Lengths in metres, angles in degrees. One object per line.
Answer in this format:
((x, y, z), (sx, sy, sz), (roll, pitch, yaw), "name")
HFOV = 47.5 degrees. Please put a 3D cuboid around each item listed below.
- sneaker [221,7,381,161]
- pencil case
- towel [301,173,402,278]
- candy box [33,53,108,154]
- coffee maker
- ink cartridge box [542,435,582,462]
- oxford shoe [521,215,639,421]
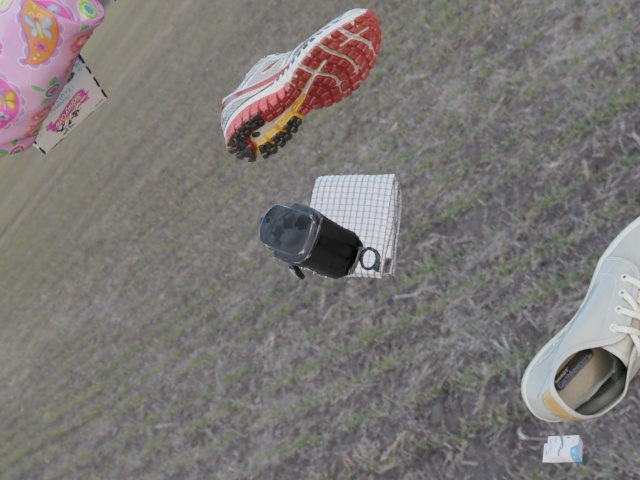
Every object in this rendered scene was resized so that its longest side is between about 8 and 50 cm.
((-0.032, -0.194, 0.841), (0.225, 0.088, 0.092), (-35, 52, 14), "sneaker")
((-0.403, -0.239, 0.993), (0.284, 0.124, 0.124), (-45, 25, 36), "pencil case")
((0.091, -0.031, 1.931), (0.235, 0.121, 0.283), (2, 72, 19), "towel")
((-0.490, -0.270, 1.294), (0.165, 0.070, 0.196), (-47, -18, -13), "candy box")
((0.000, 0.000, 1.328), (0.171, 0.178, 0.120), (-6, 77, 24), "coffee maker")
((0.510, 0.443, 1.544), (0.083, 0.028, 0.048), (-14, 37, 33), "ink cartridge box")
((0.516, 0.129, 1.226), (0.449, 0.169, 0.130), (-51, 5, -3), "oxford shoe")
